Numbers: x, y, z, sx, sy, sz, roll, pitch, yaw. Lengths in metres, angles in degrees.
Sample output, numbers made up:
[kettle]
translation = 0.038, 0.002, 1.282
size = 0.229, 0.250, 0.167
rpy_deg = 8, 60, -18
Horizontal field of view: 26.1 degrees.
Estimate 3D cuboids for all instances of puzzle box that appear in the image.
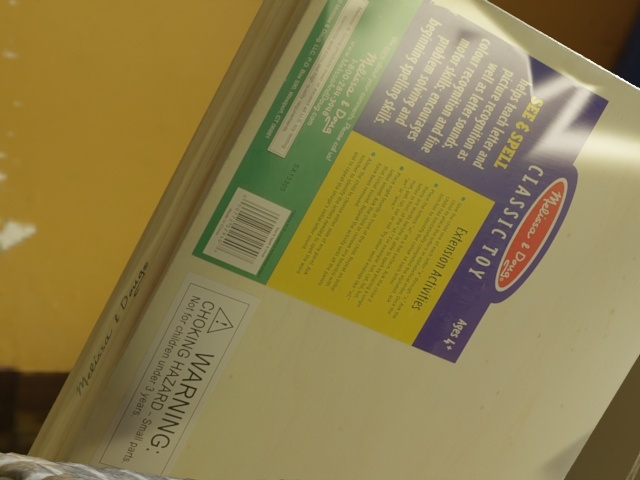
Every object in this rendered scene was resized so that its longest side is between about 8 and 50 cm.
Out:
[puzzle box]
translation = 0.018, 0.075, 0.706
size = 0.409, 0.272, 0.052
rpy_deg = -61, -151, 9

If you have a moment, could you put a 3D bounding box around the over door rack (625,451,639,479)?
[over door rack]
translation = 0.320, 0.187, 0.816
size = 0.239, 0.324, 0.108
rpy_deg = 86, 21, -66

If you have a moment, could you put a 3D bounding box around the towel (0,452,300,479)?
[towel]
translation = 0.045, 0.133, 0.397
size = 0.235, 0.283, 0.121
rpy_deg = 8, -101, 39
